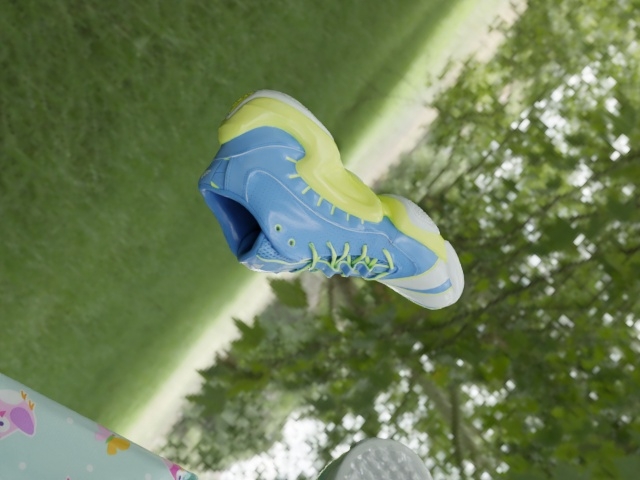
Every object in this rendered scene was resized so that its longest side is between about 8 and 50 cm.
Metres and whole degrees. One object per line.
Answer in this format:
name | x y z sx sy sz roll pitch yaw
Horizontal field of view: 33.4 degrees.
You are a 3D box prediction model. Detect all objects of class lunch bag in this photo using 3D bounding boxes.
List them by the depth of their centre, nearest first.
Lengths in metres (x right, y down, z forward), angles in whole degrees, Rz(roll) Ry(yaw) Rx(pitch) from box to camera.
lunch bag | -0.248 0.215 0.732 0.262 0.223 0.160 -41 -154 37

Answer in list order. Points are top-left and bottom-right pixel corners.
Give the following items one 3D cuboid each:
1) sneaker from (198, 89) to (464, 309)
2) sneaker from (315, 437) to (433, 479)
sneaker | 0.000 0.000 0.833 0.126 0.240 0.091 -55 -168 -27
sneaker | 0.019 0.355 0.878 0.150 0.135 0.365 128 -21 -62
